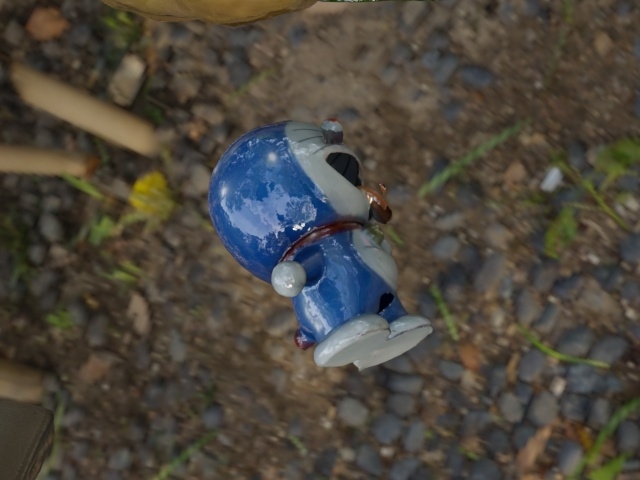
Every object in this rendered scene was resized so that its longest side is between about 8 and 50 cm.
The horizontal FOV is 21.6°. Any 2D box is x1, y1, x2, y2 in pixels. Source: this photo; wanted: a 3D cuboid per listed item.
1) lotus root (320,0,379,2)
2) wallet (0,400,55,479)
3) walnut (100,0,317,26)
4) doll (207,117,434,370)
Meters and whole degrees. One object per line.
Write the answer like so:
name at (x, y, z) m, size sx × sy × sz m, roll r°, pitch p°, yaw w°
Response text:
lotus root at (0.046, -0.232, 0.959) m, size 0.186 × 0.186 × 0.186 m, roll -9°, pitch 71°, yaw 28°
wallet at (-0.220, 0.114, 0.845) m, size 0.153 × 0.118 × 0.038 m, roll 9°, pitch 117°, yaw 6°
walnut at (-0.051, -0.185, 0.582) m, size 0.257 × 0.224 × 0.257 m, roll -32°, pitch 23°, yaw 15°
doll at (0.000, 0.000, 1.555) m, size 0.161 × 0.215 × 0.257 m, roll -42°, pitch 66°, yaw 16°
